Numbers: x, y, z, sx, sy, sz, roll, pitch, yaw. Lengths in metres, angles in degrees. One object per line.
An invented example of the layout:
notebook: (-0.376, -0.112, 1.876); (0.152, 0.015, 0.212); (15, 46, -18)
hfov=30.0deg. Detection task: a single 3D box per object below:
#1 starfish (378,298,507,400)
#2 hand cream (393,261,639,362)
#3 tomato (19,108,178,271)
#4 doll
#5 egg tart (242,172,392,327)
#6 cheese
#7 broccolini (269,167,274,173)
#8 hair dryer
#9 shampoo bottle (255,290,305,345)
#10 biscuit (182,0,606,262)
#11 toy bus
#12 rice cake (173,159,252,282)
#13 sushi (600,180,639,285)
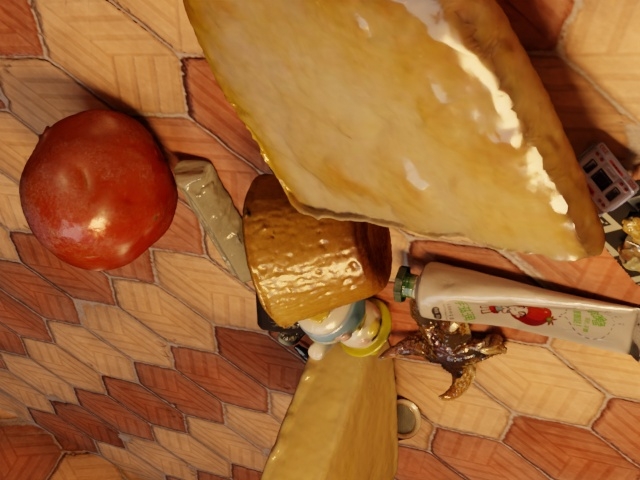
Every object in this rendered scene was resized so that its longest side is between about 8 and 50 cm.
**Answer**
starfish: (0.182, 0.158, 1.761); (0.216, 0.071, 0.238); (16, 141, 35)
hand cream: (0.261, 0.089, 1.570); (0.336, 0.076, 0.121); (12, 151, 18)
tomato: (-0.304, -0.065, 1.665); (0.188, 0.232, 0.232); (12, 149, 24)
doll: (0.036, 0.107, 1.729); (0.099, 0.135, 0.241); (-16, 154, 23)
egg tart: (0.000, 0.000, 1.514); (0.147, 0.202, 0.202); (-11, 138, 21)
cheese: (0.030, 0.304, 1.902); (0.104, 0.384, 0.384); (14, 150, 25)
broccolini: (-0.023, -0.056, 1.626); (0.140, 0.030, 0.035); (47, -176, -24)
hair dryer: (0.049, 0.263, 2.089); (0.255, 0.070, 0.128); (40, 153, -6)
shampoo bottle: (-0.049, 0.084, 1.827); (0.098, 0.071, 0.309); (4, 150, 1)
biscuit: (0.041, -0.171, 1.233); (0.429, 0.104, 0.446); (8, 139, 49)
toy bus: (0.264, -0.040, 1.289); (0.073, 0.076, 0.167); (51, 153, 4)
rice cake: (-0.144, -0.026, 1.764); (0.057, 0.052, 0.256); (-12, 140, 12)
sushi: (0.385, 0.008, 1.313); (0.193, 0.040, 0.210); (44, 150, -27)
